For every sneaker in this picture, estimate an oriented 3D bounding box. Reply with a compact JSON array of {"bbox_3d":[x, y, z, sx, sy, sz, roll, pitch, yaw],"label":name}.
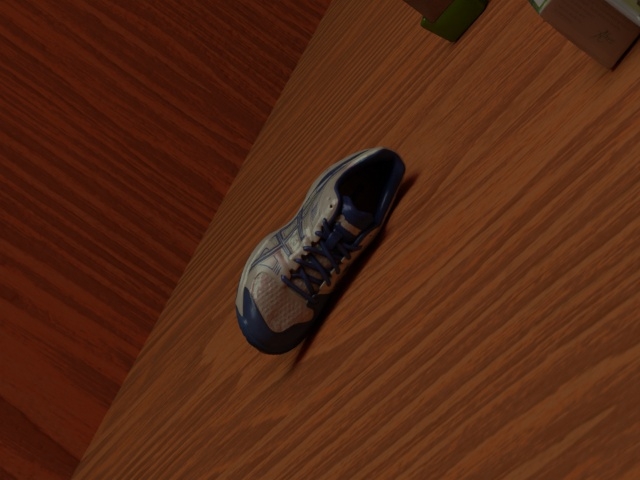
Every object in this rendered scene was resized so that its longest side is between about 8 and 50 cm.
[{"bbox_3d":[0.000,0.000,2.006,0.296,0.112,0.131,-61,12,-25],"label":"sneaker"}]

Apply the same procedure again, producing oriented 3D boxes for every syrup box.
[{"bbox_3d":[0.302,-0.288,1.560,0.237,0.096,0.093,-51,16,15],"label":"syrup box"}]

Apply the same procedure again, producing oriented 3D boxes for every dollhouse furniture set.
[{"bbox_3d":[0.208,-0.454,2.392,0.197,0.151,0.301,-47,12,38],"label":"dollhouse furniture set"}]

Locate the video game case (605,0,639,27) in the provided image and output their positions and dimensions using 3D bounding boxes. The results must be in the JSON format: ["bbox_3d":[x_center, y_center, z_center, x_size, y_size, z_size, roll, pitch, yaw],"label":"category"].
[{"bbox_3d":[0.279,-0.316,1.487,0.193,0.212,0.023,-54,-33,14],"label":"video game case"}]
